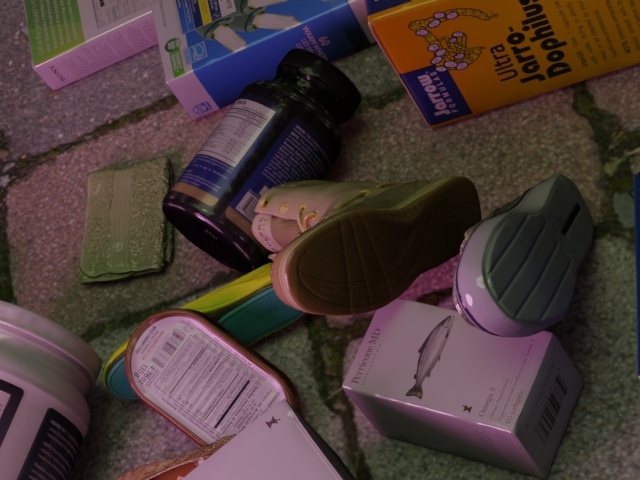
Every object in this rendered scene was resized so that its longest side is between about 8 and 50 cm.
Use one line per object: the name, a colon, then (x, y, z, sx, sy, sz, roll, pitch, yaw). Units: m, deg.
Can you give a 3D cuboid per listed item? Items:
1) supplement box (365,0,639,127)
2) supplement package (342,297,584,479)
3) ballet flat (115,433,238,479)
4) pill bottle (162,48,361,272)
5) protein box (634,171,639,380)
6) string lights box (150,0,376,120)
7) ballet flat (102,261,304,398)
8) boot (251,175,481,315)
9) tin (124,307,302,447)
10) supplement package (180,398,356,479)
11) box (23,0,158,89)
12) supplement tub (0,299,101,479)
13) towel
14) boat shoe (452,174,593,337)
supplement box: (0.233, -0.287, 1.834, 0.357, 0.195, 0.194, -17, 54, 15)
supplement package: (0.131, 0.133, 1.670, 0.179, 0.105, 0.105, 12, 66, 31)
ballet flat: (-0.143, 0.242, 1.729, 0.206, 0.073, 0.067, -30, 7, 21)
pill bottle: (-0.055, -0.086, 1.888, 0.123, 0.123, 0.219, 25, 72, 35)
protein box: (0.354, 0.067, 1.544, 0.136, 0.201, 0.199, -8, 57, 21)
string lights box: (-0.049, -0.248, 2.018, 0.260, 0.076, 0.133, -23, 51, 10)
ballet flat: (-0.114, 0.087, 1.847, 0.231, 0.077, 0.077, -27, 31, 4)
boot: (0.000, 0.000, 1.732, 0.203, 0.095, 0.262, 3, 22, 43)
tin: (-0.106, 0.143, 1.770, 0.190, 0.040, 0.106, 36, 94, 11)
supplement package: (-0.020, 0.313, 1.590, 0.204, 0.145, 0.262, -38, 54, -1)
box: (-0.204, -0.335, 2.163, 0.322, 0.058, 0.232, -22, 53, 10)
supplement tub: (-0.342, 0.211, 1.789, 0.191, 0.191, 0.272, 8, 63, 29)
towel: (-0.210, -0.022, 1.981, 0.110, 0.027, 0.148, -11, 56, 18)
boat shoe: (0.172, 0.025, 1.656, 0.094, 0.302, 0.109, -28, 94, 26)
